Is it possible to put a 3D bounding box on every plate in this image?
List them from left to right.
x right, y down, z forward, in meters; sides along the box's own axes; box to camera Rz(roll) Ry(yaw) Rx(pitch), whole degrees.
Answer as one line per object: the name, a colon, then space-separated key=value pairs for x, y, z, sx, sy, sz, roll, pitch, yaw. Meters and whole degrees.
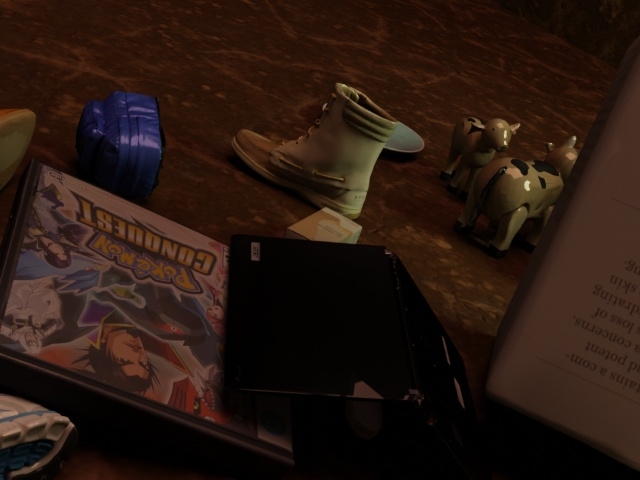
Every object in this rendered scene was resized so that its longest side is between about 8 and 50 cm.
plate: x=0.088 y=-0.188 z=1.781 sx=0.188 sy=0.024 sz=0.188 roll=18 pitch=23 yaw=-8

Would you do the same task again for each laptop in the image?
laptop: x=0.039 y=0.123 z=0.972 sx=0.264 sy=0.136 sz=0.234 roll=56 pitch=16 yaw=-30

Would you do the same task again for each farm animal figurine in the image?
farm animal figurine: x=0.315 y=-0.091 z=1.580 sx=0.330 sy=0.172 sz=0.326 roll=30 pitch=25 yaw=19

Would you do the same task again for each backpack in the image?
backpack: x=-0.241 y=-0.109 z=1.252 sx=0.101 sy=0.098 sz=0.120 roll=0 pitch=43 yaw=-22

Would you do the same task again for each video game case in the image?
video game case: x=-0.148 y=0.064 z=0.903 sx=0.274 sy=0.035 sz=0.248 roll=26 pitch=33 yaw=-23

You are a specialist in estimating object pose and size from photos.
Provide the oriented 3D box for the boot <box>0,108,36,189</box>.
boot: x=-0.445 y=-0.107 z=1.062 sx=0.211 sy=0.104 sz=0.295 roll=24 pitch=28 yaw=5

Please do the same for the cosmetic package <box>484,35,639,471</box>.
cosmetic package: x=0.398 y=0.022 z=1.060 sx=0.329 sy=0.394 sz=0.327 roll=25 pitch=9 yaw=8

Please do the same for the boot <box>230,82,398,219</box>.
boot: x=-0.010 y=-0.146 z=1.430 sx=0.213 sy=0.165 sz=0.077 roll=30 pitch=24 yaw=15

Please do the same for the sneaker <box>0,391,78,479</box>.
sneaker: x=-0.273 y=0.142 z=0.735 sx=0.083 sy=0.071 sz=0.190 roll=31 pitch=16 yaw=36

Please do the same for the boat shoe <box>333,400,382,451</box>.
boat shoe: x=0.035 y=0.149 z=0.994 sx=0.049 sy=0.040 sz=0.142 roll=38 pitch=22 yaw=-9

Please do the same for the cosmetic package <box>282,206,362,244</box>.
cosmetic package: x=0.000 y=0.000 z=1.285 sx=0.060 sy=0.041 sz=0.115 roll=28 pitch=24 yaw=14
